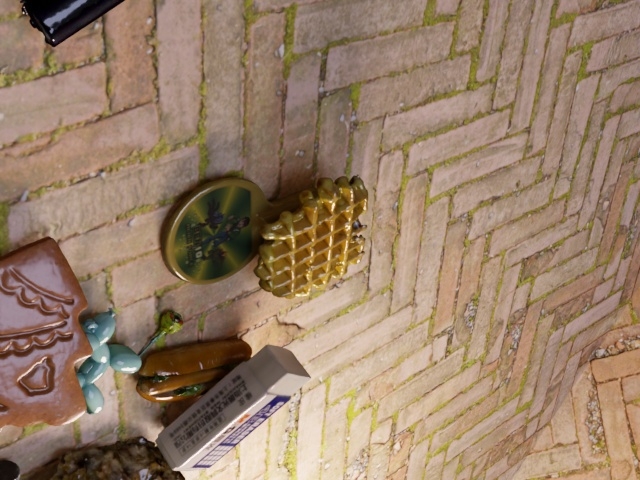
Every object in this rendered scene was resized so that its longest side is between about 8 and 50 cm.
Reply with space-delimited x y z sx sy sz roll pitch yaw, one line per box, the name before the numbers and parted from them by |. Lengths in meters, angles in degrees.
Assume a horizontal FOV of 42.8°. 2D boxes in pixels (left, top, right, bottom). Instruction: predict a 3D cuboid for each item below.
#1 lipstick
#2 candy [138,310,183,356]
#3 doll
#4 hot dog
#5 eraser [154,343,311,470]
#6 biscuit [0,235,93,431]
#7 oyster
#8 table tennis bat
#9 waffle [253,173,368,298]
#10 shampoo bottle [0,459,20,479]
lipstick | -0.208 -0.398 1.069 0.418 0.077 0.077 -44 138 -19
candy | -0.283 0.169 1.393 0.123 0.035 0.035 -45 151 -1
doll | -0.361 0.185 1.294 0.159 0.059 0.158 -51 140 -6
hot dog | -0.218 0.237 1.466 0.250 0.068 0.100 -6 117 -44
eraser | -0.158 0.307 1.490 0.279 0.081 0.124 -41 156 7
biscuit | -0.437 0.139 1.156 0.284 0.043 0.306 19 93 -33
oyster | -0.326 0.452 1.429 0.396 0.111 0.204 18 80 -41
table tennis bat | -0.131 -0.032 1.409 0.321 0.050 0.198 -20 130 -33
waffle | 0.000 0.001 1.489 0.283 0.065 0.309 -51 153 15
shampoo bottle | -0.515 0.449 1.307 0.063 0.057 0.207 -16 128 -51
